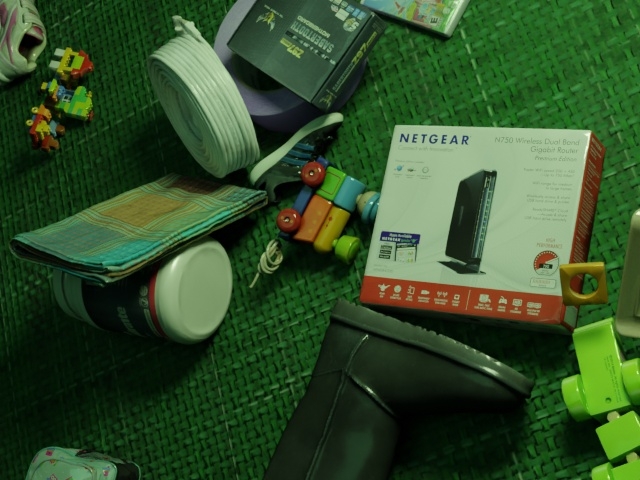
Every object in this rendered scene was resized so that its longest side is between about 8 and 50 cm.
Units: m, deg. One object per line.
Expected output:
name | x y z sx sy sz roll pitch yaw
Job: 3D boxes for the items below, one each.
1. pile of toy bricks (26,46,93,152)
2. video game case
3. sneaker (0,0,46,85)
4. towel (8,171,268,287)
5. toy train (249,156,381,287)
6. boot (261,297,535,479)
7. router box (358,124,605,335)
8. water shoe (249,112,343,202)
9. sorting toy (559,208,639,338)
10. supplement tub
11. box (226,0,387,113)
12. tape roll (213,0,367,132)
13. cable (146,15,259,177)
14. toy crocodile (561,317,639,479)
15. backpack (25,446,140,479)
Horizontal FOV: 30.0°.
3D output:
pile of toy bricks | -0.497 -0.266 2.367 0.105 0.118 0.212 12 61 4
video game case | 0.193 -0.473 2.073 0.193 0.023 0.212 27 89 34
sneaker | -0.618 -0.445 2.490 0.111 0.103 0.252 0 80 26
towel | -0.306 -0.033 2.027 0.271 0.370 0.040 13 121 40
toy train | 0.000 0.000 1.990 0.143 0.105 0.248 27 88 20
boot | 0.086 0.348 1.787 0.367 0.146 0.445 17 80 41
router box | 0.248 -0.023 1.857 0.335 0.082 0.301 4 76 31
water shoe | -0.028 -0.141 2.074 0.203 0.073 0.080 -37 80 20
sorting toy | 0.502 0.049 1.631 0.347 0.047 0.196 7 119 11
supplement tub | -0.308 0.071 2.079 0.272 0.191 0.191 6 77 31
box | -0.026 -0.347 2.029 0.232 0.059 0.183 39 96 34
tape roll | -0.056 -0.335 2.131 0.274 0.090 0.275 -9 70 27
cable | -0.204 -0.232 2.084 0.089 0.257 0.257 -31 60 -17
toy crocodile | 0.424 0.269 1.659 0.115 0.105 0.341 -25 58 21
backpack | -0.427 0.439 2.057 0.188 0.144 0.166 9 84 35
